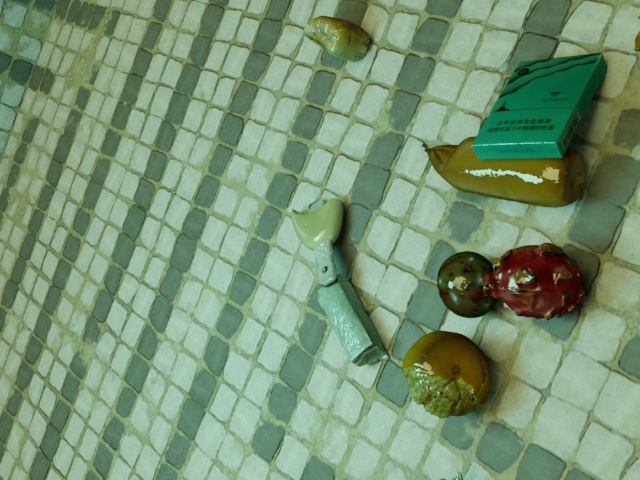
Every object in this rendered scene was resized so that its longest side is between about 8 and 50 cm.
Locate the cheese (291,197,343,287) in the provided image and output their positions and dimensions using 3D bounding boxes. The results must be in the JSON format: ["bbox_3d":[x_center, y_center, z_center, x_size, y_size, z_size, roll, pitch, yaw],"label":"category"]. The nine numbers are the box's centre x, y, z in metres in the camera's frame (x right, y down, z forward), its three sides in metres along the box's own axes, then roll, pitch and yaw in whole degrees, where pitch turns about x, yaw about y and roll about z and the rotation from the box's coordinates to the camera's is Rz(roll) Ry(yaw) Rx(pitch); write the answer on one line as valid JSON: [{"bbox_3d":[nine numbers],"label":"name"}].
[{"bbox_3d":[0.000,0.001,1.760,0.127,0.050,0.235,-29,44,24],"label":"cheese"}]

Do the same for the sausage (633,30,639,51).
[{"bbox_3d":[0.573,-0.385,1.368,0.183,0.054,0.062,-64,15,11],"label":"sausage"}]

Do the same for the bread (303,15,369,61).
[{"bbox_3d":[0.039,-0.446,1.837,0.125,0.106,0.082,42,108,38],"label":"bread"}]

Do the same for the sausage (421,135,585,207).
[{"bbox_3d":[0.313,-0.130,1.501,0.328,0.112,0.112,15,89,44],"label":"sausage"}]

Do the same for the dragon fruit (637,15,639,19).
[{"bbox_3d":[0.615,-0.368,1.172,0.295,0.295,0.301,35,90,42],"label":"dragon fruit"}]

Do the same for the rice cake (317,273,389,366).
[{"bbox_3d":[0.059,0.162,1.679,0.069,0.063,0.206,-39,54,19],"label":"rice cake"}]

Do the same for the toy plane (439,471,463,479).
[{"bbox_3d":[0.235,0.531,1.413,0.192,0.088,0.262,-32,69,39],"label":"toy plane"}]

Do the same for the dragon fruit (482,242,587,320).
[{"bbox_3d":[0.351,0.065,1.391,0.166,0.136,0.133,-3,41,10],"label":"dragon fruit"}]

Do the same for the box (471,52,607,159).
[{"bbox_3d":[0.377,-0.230,1.442,0.161,0.042,0.226,4,51,42],"label":"box"}]

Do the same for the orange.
[{"bbox_3d":[0.218,0.234,1.464,0.156,0.134,0.156,1,75,-2],"label":"orange"}]

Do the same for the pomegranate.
[{"bbox_3d":[0.266,0.072,1.478,0.130,0.130,0.130,-13,70,40],"label":"pomegranate"}]
